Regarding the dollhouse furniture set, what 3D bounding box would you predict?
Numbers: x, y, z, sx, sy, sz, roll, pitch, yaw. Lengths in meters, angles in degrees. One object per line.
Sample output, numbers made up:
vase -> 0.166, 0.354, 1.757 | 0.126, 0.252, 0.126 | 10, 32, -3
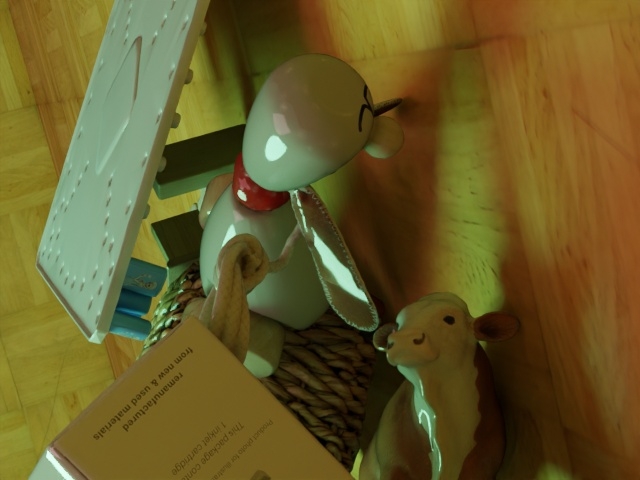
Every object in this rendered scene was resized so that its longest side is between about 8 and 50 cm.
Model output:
dollhouse furniture set -> -0.114, -0.010, 1.236 | 0.123, 0.144, 0.151 | 96, 150, -50

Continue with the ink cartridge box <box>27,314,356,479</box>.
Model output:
ink cartridge box -> -0.041, 0.209, 0.724 | 0.283, 0.117, 0.207 | 45, 150, 2

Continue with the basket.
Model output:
basket -> -0.079, 0.185, 1.072 | 0.299, 0.214, 0.223 | 103, 180, -58

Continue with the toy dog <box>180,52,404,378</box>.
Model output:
toy dog -> 0.000, 0.000, 0.857 | 0.334, 0.161, 0.220 | 162, 120, -78

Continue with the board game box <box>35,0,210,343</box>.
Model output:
board game box -> -0.173, -0.123, 1.155 | 0.390, 0.050, 0.389 | 24, 97, 68

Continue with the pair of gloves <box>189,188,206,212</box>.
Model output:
pair of gloves -> -0.119, 0.049, 1.486 | 0.204, 0.042, 0.240 | 105, 145, -60

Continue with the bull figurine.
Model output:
bull figurine -> 0.075, 0.171, 0.852 | 0.310, 0.101, 0.188 | 89, -170, -60
